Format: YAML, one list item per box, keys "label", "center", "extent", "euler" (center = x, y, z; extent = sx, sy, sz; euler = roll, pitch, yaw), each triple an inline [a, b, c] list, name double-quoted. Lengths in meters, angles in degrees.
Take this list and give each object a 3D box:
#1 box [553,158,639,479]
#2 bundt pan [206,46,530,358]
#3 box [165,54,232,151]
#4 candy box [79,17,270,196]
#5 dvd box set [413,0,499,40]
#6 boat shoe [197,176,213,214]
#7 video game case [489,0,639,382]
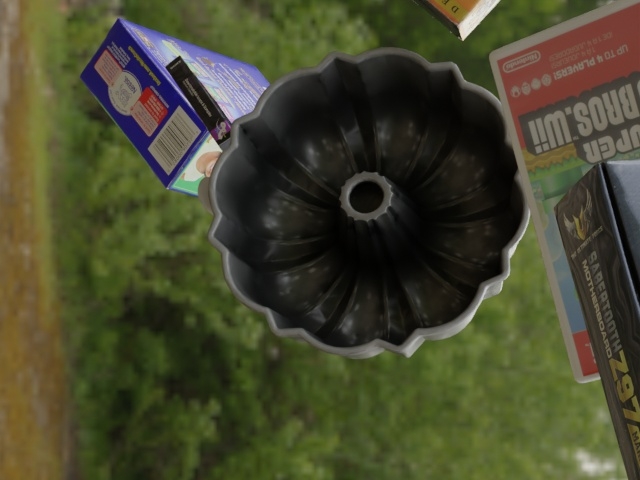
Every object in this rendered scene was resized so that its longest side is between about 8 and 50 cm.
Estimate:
- label: "box"
  center: [0.253, 0.047, 0.874]
  extent: [0.059, 0.232, 0.183]
  euler: [127, -44, -57]
- label: "bundt pan"
  center: [0.056, -0.025, 1.711]
  extent: [0.124, 0.330, 0.331]
  euler: [58, 30, -68]
- label: "box"
  center: [-0.130, -0.148, 2.106]
  extent: [0.162, 0.029, 0.116]
  euler: [57, 3, 36]
- label: "candy box"
  center: [-0.157, -0.171, 2.457]
  extent: [0.122, 0.317, 0.268]
  euler: [-52, -125, 19]
- label: "dvd box set"
  center: [0.174, -0.455, 1.712]
  extent: [0.420, 0.307, 0.062]
  euler: [-48, 164, -1]
- label: "boat shoe"
  center: [-0.102, -0.046, 2.175]
  extent: [0.040, 0.142, 0.049]
  euler: [2, 108, -50]
- label: "video game case"
  center: [0.256, -0.048, 1.322]
  extent: [0.025, 0.204, 0.285]
  euler: [-4, 77, -54]
